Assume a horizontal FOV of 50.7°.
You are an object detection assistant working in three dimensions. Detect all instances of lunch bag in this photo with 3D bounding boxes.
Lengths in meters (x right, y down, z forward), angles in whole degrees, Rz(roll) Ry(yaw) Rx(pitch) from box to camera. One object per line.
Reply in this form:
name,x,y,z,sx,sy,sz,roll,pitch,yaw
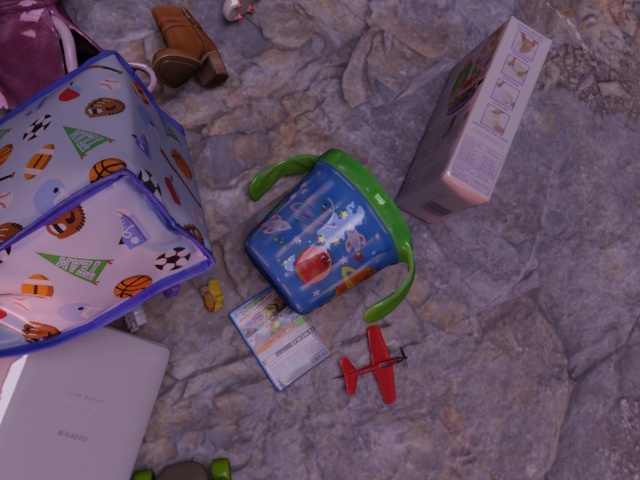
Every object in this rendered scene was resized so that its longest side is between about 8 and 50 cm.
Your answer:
lunch bag,-0.381,-0.038,0.935,0.385,0.328,0.239,-29,133,8

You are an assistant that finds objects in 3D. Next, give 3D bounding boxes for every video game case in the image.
video game case,-0.072,0.170,1.214,0.119,0.015,0.166,-33,92,-17

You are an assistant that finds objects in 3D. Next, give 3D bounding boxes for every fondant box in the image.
fondant box,0.275,-0.211,1.250,0.096,0.238,0.330,26,76,-10

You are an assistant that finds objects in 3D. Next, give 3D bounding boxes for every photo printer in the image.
photo printer,-0.388,0.272,1.018,0.256,0.107,0.308,28,69,-34

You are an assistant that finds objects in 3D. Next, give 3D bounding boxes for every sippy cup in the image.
sippy cup,0.000,0.000,1.154,0.224,0.305,0.240,-38,118,-11

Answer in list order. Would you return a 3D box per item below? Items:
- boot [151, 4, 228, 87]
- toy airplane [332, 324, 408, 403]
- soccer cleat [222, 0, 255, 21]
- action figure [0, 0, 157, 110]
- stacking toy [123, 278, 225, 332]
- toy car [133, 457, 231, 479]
boot,-0.253,-0.344,1.170,0.073,0.197,0.152,-32,84,21
toy airplane,0.094,0.233,1.244,0.151,0.028,0.151,2,83,-16
soccer cleat,-0.138,-0.495,1.273,0.076,0.068,0.196,30,74,6
action figure,-0.459,-0.368,1.042,0.248,0.275,0.370,-33,121,-37
stacking toy,-0.273,0.034,1.141,0.167,0.052,0.221,-15,79,-40
toy car,-0.213,0.464,1.076,0.155,0.149,0.189,-7,96,-5
